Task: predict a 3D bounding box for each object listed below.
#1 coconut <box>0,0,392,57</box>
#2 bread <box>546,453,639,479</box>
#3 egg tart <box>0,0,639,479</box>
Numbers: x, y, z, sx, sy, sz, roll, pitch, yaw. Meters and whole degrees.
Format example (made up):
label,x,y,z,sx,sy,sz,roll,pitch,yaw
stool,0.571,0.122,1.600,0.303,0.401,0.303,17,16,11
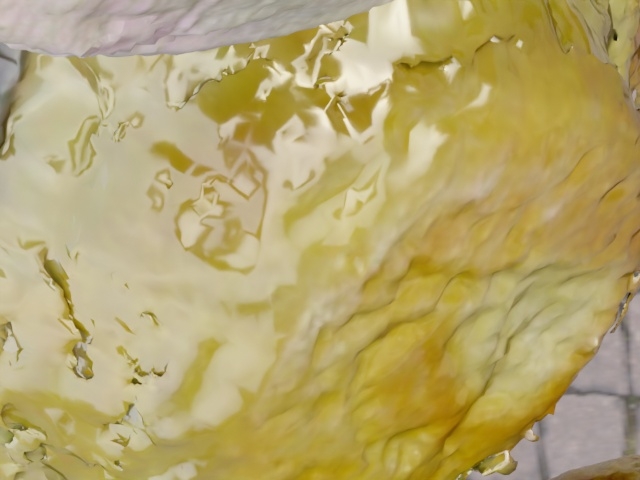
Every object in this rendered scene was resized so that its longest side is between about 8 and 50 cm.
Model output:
label,x,y,z,sx,sy,sz,roll,pitch,yaw
coconut,-0.058,-0.181,0.376,0.297,0.297,0.254,49,135,26
bread,0.136,0.217,0.819,0.230,0.230,0.123,-15,123,32
egg tart,0.000,0.000,0.722,0.178,0.443,0.443,45,112,37
